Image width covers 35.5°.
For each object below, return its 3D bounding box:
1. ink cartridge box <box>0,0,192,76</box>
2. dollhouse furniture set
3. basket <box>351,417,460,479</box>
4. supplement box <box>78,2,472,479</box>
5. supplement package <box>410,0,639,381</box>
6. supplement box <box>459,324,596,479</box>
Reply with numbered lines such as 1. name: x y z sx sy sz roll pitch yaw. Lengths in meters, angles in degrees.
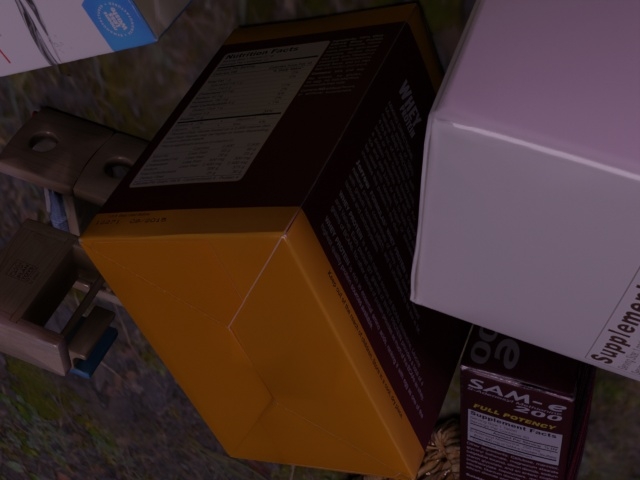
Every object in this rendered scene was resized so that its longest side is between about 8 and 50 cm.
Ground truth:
1. ink cartridge box: -0.178 -0.164 0.617 0.180 0.060 0.104 -4 132 34
2. dollhouse furniture set: -0.192 0.021 0.735 0.128 0.184 0.129 19 141 11
3. basket: 0.103 0.338 0.894 0.223 0.213 0.299 33 141 -8
4. supplement box: 0.000 0.000 0.587 0.129 0.194 0.191 0 134 31
5. supplement package: 0.205 -0.032 0.420 0.292 0.178 0.175 19 156 12
6. supplement box: 0.145 0.118 0.687 0.073 0.130 0.239 13 139 19
